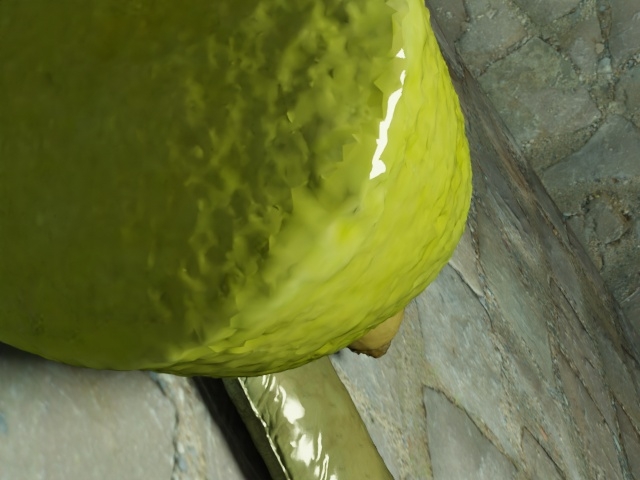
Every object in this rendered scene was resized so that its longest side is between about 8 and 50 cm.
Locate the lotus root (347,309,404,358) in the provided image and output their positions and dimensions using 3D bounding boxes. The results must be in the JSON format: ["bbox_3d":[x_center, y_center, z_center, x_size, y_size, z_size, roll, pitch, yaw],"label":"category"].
[{"bbox_3d":[0.002,0.000,0.953,0.303,0.130,0.146,53,-3,-27],"label":"lotus root"}]

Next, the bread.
[{"bbox_3d":[-0.075,-0.068,0.633,0.308,0.348,0.348,39,30,-65],"label":"bread"}]

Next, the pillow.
[{"bbox_3d":[0.006,0.190,0.837,0.303,0.074,0.185,63,19,-4],"label":"pillow"}]
